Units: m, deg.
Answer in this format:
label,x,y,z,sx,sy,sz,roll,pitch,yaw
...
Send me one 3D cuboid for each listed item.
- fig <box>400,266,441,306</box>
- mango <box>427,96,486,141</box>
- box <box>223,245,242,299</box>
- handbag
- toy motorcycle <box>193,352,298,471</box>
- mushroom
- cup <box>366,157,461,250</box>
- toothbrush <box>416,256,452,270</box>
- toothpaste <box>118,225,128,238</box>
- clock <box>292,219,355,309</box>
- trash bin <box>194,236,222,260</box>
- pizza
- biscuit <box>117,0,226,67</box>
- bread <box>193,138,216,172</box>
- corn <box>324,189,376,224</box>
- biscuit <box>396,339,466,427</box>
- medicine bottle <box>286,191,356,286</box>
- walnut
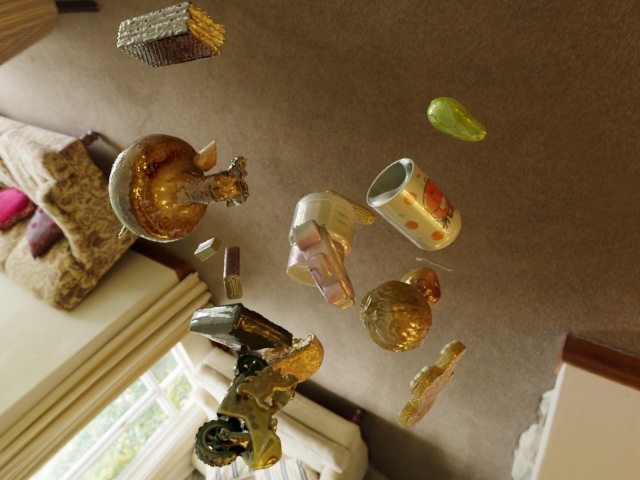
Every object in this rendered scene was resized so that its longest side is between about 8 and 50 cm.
label,x,y,z,sx,sy,sz,roll,pitch,yaw
fig,0.360,0.188,1.650,0.257,0.159,0.159,-11,118,54
mango,0.346,-0.303,1.053,0.165,0.074,0.091,40,177,19
box,-0.355,0.127,1.681,0.069,0.224,0.120,-7,120,-8
handbag,-0.230,0.264,1.176,0.247,0.080,0.223,-14,138,39
toy motorcycle,-0.199,0.500,1.214,0.237,0.410,0.168,28,115,-3
mushroom,-0.445,-0.137,1.282,0.356,0.334,0.331,33,131,14
cup,0.349,-0.114,1.487,0.317,0.212,0.212,38,147,-25
toothbrush,0.578,0.121,2.092,0.193,0.013,0.019,19,109,2
toothpaste,-0.760,-0.041,1.602,0.027,0.083,0.019,34,-177,10
clock,0.019,0.075,1.188,0.247,0.090,0.227,66,-174,19
trash bin,-0.407,0.030,1.504,0.092,0.061,0.043,-24,123,34
pizza,-0.130,0.536,1.823,0.278,0.114,0.408,8,130,-15
biscuit,-0.334,-0.457,0.927,0.252,0.106,0.070,5,88,29
bread,-0.335,-0.254,1.249,0.103,0.049,0.062,-32,111,19
corn,0.142,-0.162,2.098,0.313,0.102,0.102,31,142,21
biscuit,0.203,0.289,0.792,0.035,0.158,0.240,42,146,32
medicine bottle,0.000,0.000,1.538,0.241,0.301,0.241,9,151,5
walnut,0.231,0.235,1.282,0.228,0.228,0.228,24,140,23
